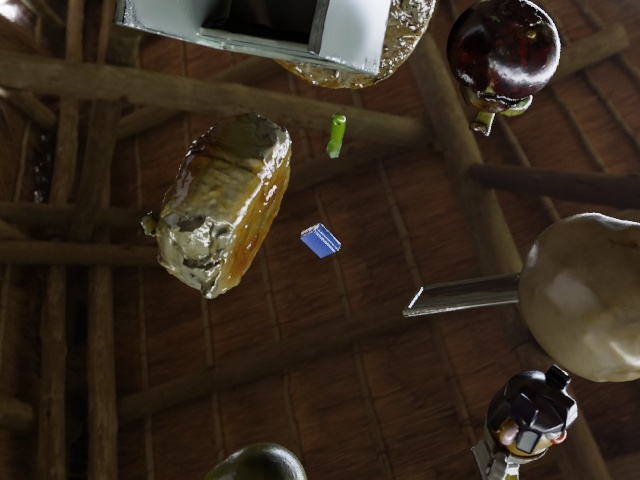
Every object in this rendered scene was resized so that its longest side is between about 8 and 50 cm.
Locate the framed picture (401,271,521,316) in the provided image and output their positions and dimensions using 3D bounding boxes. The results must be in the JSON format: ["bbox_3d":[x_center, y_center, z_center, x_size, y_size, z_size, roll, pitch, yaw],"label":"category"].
[{"bbox_3d":[0.330,0.118,1.392,0.192,0.266,0.018,-33,-70,-67],"label":"framed picture"}]

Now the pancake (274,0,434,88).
[{"bbox_3d":[0.029,-0.452,1.136,0.383,0.382,0.071,19,-133,-15],"label":"pancake"}]

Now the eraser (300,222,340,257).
[{"bbox_3d":[0.000,0.000,1.544,0.085,0.063,0.027,44,-143,-27],"label":"eraser"}]

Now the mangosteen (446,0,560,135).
[{"bbox_3d":[0.266,-0.271,0.926,0.173,0.184,0.172,-2,-110,6],"label":"mangosteen"}]

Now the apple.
[{"bbox_3d":[-0.114,0.448,1.076,0.197,0.196,0.157,-18,-122,-39],"label":"apple"}]

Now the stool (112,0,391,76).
[{"bbox_3d":[-0.060,-0.308,0.743,0.244,0.170,0.270,13,-166,15],"label":"stool"}]

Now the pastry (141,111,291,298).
[{"bbox_3d":[-0.155,-0.054,1.027,0.137,0.329,0.329,25,-135,5],"label":"pastry"}]

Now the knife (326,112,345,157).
[{"bbox_3d":[0.022,-0.148,0.904,0.022,0.184,0.026,19,-99,2],"label":"knife"}]

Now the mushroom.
[{"bbox_3d":[0.279,0.064,0.453,0.329,0.159,0.122,19,-98,-39],"label":"mushroom"}]

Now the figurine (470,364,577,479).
[{"bbox_3d":[0.391,0.359,1.200,0.143,0.308,0.308,17,-137,13],"label":"figurine"}]
